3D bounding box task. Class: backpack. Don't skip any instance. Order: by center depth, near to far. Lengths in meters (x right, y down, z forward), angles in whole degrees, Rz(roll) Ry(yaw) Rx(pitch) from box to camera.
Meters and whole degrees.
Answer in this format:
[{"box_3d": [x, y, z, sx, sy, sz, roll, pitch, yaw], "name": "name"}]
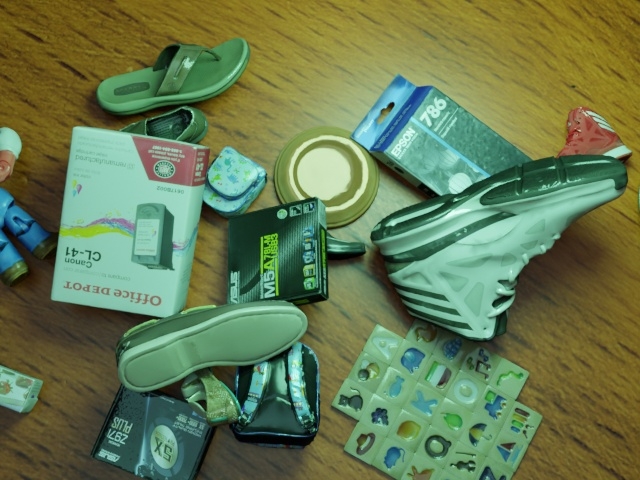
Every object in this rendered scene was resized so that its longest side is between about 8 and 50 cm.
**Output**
[{"box_3d": [-0.077, 0.265, 1.674, 0.158, 0.117, 0.173, 2, 65, -2], "name": "backpack"}, {"box_3d": [-0.167, -0.106, 1.766, 0.105, 0.084, 0.114, 34, 83, 9], "name": "backpack"}]

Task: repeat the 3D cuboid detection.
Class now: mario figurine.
[{"box_3d": [-0.612, -0.078, 1.755, 0.320, 0.170, 0.198, 52, 46, -2], "name": "mario figurine"}]

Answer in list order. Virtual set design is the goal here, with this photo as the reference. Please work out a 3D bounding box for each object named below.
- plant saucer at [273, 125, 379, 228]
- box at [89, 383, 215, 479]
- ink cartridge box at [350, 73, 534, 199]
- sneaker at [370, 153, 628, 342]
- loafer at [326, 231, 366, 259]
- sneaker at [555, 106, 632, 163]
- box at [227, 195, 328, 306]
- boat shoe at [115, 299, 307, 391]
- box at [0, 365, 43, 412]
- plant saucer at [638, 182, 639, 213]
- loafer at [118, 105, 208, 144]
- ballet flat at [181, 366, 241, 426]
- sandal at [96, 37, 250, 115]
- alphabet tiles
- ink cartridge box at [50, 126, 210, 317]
[{"box_3d": [0.012, -0.122, 1.797, 0.200, 0.037, 0.199, 0, 78, -1], "name": "plant saucer"}, {"box_3d": [-0.285, 0.340, 1.674, 0.180, 0.077, 0.147, 22, 79, 3], "name": "box"}, {"box_3d": [0.235, -0.161, 1.779, 0.333, 0.065, 0.165, 35, 81, 1], "name": "ink cartridge box"}, {"box_3d": [0.336, 0.021, 1.680, 0.448, 0.169, 0.257, -18, 106, 17], "name": "sneaker"}, {"box_3d": [0.000, 0.000, 1.760, 0.170, 0.062, 0.061, 5, 75, -1], "name": "loafer"}, {"box_3d": [0.463, -0.172, 1.784, 0.221, 0.087, 0.128, -14, 66, -32], "name": "sneaker"}, {"box_3d": [-0.078, 0.030, 1.705, 0.184, 0.045, 0.190, -11, 63, 19], "name": "box"}, {"box_3d": [-0.187, 0.160, 1.625, 0.324, 0.096, 0.116, -17, 123, -9], "name": "boat shoe"}, {"box_3d": [-0.656, 0.222, 1.699, 0.324, 0.067, 0.063, 20, 78, 2], "name": "box"}, {"box_3d": [0.729, -0.067, 1.797, 0.278, 0.041, 0.277, 0, 79, -1], "name": "plant saucer"}, {"box_3d": [-0.330, -0.187, 1.777, 0.251, 0.087, 0.094, -30, 80, -7], "name": "loafer"}, {"box_3d": [-0.200, 0.255, 1.637, 0.067, 0.206, 0.073, -19, 112, -19], "name": "ballet flat"}, {"box_3d": [-0.275, -0.313, 1.786, 0.303, 0.086, 0.120, -17, 48, -3], "name": "sandal"}, {"box_3d": [0.210, 0.306, 1.724, 0.343, 0.011, 0.285, 29, 80, 5], "name": "alphabet tiles"}, {"box_3d": [-0.332, -0.034, 1.684, 0.226, 0.131, 0.306, 9, 94, 2], "name": "ink cartridge box"}]
